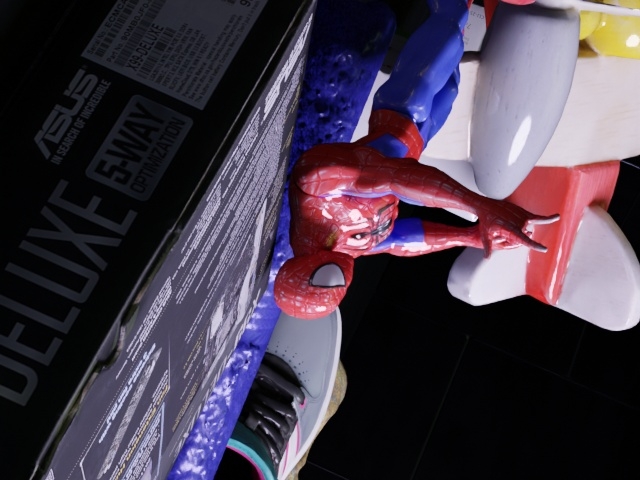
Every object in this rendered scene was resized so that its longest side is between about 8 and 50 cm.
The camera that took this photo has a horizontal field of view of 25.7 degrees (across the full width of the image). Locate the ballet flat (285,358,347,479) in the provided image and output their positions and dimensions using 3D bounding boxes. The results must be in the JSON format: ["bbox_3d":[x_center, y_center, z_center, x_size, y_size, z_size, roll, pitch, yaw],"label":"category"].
[{"bbox_3d":[-0.066,0.179,1.244,0.348,0.123,0.123,-58,170,-52],"label":"ballet flat"}]

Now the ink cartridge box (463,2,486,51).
[{"bbox_3d":[0.160,-0.176,2.079,0.296,0.066,0.261,98,15,-69],"label":"ink cartridge box"}]

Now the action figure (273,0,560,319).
[{"bbox_3d":[0.078,-0.055,0.704,0.280,0.139,0.091,-56,159,-32],"label":"action figure"}]

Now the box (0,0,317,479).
[{"bbox_3d":[-0.103,0.071,0.520,0.242,0.076,0.307,103,12,-62],"label":"box"}]

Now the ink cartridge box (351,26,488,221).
[{"bbox_3d":[0.102,-0.113,1.292,0.093,0.160,0.219,-67,174,20],"label":"ink cartridge box"}]

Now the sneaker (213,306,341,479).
[{"bbox_3d":[-0.061,0.146,1.064,0.295,0.123,0.178,-64,-177,-16],"label":"sneaker"}]

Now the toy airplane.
[{"bbox_3d":[0.219,-0.120,1.048,0.384,0.272,0.386,51,53,-36],"label":"toy airplane"}]

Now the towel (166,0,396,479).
[{"bbox_3d":[-0.043,-0.007,0.844,0.227,0.076,0.308,-78,-170,-82],"label":"towel"}]
